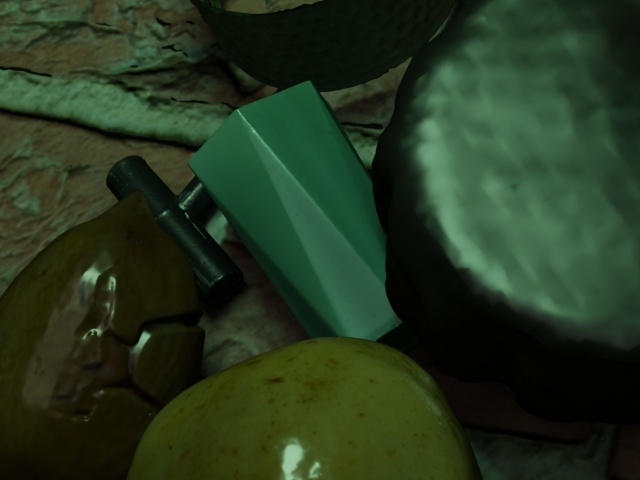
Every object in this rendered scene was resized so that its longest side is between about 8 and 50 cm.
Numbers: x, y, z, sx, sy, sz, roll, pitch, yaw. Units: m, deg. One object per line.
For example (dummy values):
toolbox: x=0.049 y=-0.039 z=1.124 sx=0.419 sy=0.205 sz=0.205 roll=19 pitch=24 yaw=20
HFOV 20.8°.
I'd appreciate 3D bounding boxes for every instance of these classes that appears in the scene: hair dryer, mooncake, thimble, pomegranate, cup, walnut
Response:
hair dryer: x=-0.080 y=-0.057 z=1.627 sx=0.195 sy=0.050 sz=0.173 roll=-40 pitch=63 yaw=-2
mooncake: x=0.219 y=-0.037 z=1.386 sx=0.350 sy=0.212 sz=0.381 roll=-6 pitch=61 yaw=-1
thimble: x=-0.009 y=-0.279 z=1.617 sx=0.271 sy=0.150 sz=0.271 roll=-9 pitch=60 yaw=16
pomegranate: x=-0.008 y=0.211 z=1.359 sx=0.307 sy=0.307 sz=0.307 roll=-8 pitch=66 yaw=18
cup: x=0.000 y=0.000 z=1.511 sx=0.148 sy=0.134 sz=0.236 roll=-43 pitch=67 yaw=36
walnut: x=-0.197 y=0.097 z=1.510 sx=0.203 sy=0.203 sz=0.298 roll=14 pitch=86 yaw=26
